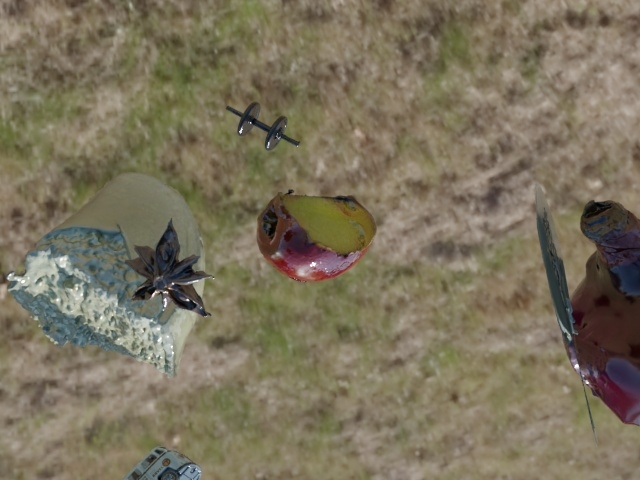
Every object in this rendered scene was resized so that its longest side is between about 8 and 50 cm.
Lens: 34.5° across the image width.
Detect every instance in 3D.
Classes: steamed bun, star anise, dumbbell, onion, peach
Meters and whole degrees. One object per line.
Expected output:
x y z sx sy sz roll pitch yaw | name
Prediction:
-0.284 0.075 1.560 0.273 0.272 0.290 -50 -178 -27 | steamed bun
-0.188 0.032 1.289 0.124 0.056 0.129 10 118 16 | star anise
-0.101 -0.200 1.802 0.147 0.069 0.069 29 139 10 | dumbbell
0.576 0.080 1.770 0.398 0.398 0.420 -29 105 15 | onion
-0.006 0.003 2.037 0.154 0.158 0.267 -36 159 36 | peach

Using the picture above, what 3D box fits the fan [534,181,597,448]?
0.361 0.111 1.491 0.012 0.233 0.414 -11 107 20 | fan

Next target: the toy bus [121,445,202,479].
-0.281 0.411 1.643 0.194 0.089 0.087 -47 151 -9 | toy bus
